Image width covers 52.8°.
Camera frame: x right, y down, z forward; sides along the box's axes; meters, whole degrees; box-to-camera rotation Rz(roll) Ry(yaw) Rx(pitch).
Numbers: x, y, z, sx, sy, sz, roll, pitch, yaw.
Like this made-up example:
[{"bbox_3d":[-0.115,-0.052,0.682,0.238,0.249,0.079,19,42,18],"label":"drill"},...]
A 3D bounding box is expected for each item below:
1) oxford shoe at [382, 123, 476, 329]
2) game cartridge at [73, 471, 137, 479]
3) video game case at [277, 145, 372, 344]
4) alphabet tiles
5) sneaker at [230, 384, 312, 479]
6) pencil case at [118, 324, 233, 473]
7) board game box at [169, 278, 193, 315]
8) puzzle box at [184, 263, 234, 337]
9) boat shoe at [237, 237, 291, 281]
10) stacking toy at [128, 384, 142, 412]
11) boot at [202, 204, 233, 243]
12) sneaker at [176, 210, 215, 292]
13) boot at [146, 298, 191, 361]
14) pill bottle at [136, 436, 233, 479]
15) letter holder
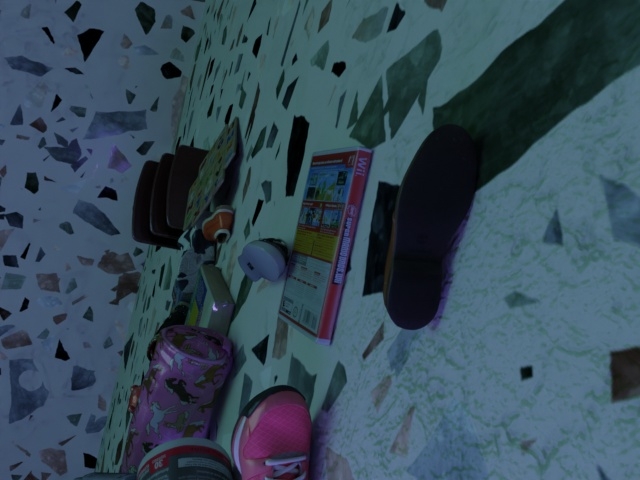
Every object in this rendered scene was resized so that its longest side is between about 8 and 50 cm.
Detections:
[{"bbox_3d":[0.103,-0.019,0.678,0.076,0.076,0.212,-125,50,-77],"label":"oxford shoe"},{"bbox_3d":[-0.429,0.599,1.328,0.355,0.068,0.230,-22,62,48],"label":"game cartridge"},{"bbox_3d":[0.000,0.000,0.998,0.204,0.025,0.285,-166,88,-70],"label":"video game case"},{"bbox_3d":[-0.310,-0.190,1.819,0.285,0.011,0.342,-52,24,26],"label":"alphabet tiles"},{"bbox_3d":[-0.050,0.350,0.854,0.136,0.116,0.313,24,109,59],"label":"sneaker"},{"bbox_3d":[-0.313,0.373,1.402,0.160,0.167,0.386,32,109,45],"label":"pencil case"},{"bbox_3d":[-0.410,0.169,1.929,0.194,0.060,0.194,-147,71,-68],"label":"board game box"},{"bbox_3d":[-0.307,0.289,1.602,0.272,0.052,0.408,-133,58,-66],"label":"puzzle box"},{"bbox_3d":[-0.093,0.024,1.145,0.070,0.077,0.219,-37,7,-17],"label":"boat shoe"},{"bbox_3d":[-0.499,0.582,1.832,0.309,0.130,0.279,-109,37,-55],"label":"stacking toy"},{"bbox_3d":[-0.271,-0.022,1.681,0.158,0.059,0.084,137,136,-55],"label":"boot"},{"bbox_3d":[-0.354,0.040,1.810,0.153,0.094,0.235,150,129,-65],"label":"sneaker"},{"bbox_3d":[-0.430,0.293,1.790,0.236,0.085,0.178,-61,1,34],"label":"boot"},{"bbox_3d":[-0.222,0.506,1.079,0.318,0.176,0.176,-113,40,-57],"label":"pill bottle"},{"bbox_3d":[-0.466,-0.142,2.029,0.152,0.214,0.301,134,143,-55],"label":"letter holder"}]
